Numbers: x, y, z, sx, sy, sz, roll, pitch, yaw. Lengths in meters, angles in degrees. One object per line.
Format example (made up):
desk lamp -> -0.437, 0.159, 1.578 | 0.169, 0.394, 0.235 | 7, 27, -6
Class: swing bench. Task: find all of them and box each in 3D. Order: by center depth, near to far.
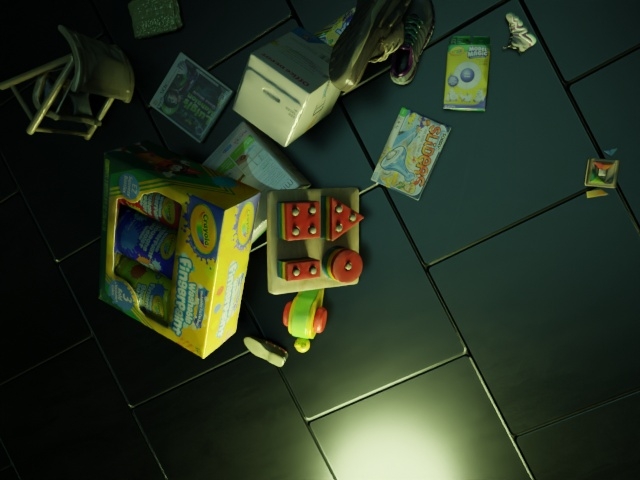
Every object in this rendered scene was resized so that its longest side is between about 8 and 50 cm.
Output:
swing bench -> -0.654, -0.414, 1.564 | 0.254, 0.253, 0.165 | -34, 88, 15

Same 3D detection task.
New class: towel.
towel -> -0.456, -0.622, 1.610 | 0.148, 0.027, 0.110 | -9, 95, 13

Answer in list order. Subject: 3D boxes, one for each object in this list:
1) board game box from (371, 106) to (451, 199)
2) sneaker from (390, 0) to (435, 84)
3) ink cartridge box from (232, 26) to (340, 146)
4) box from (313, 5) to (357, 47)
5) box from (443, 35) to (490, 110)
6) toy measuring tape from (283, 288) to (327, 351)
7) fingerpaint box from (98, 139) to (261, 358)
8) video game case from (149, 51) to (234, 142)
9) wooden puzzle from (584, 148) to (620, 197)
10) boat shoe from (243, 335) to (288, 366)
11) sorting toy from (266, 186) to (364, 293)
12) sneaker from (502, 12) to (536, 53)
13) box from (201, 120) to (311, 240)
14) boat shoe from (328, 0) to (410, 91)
board game box -> 0.231, -0.221, 1.489 | 0.136, 0.035, 0.201 | 24, 101, 10
sneaker -> 0.226, -0.497, 1.426 | 0.083, 0.098, 0.224 | 15, 100, 11
ink cartridge box -> -0.066, -0.376, 1.414 | 0.171, 0.233, 0.168 | 36, 134, 7
box -> 0.054, -0.531, 1.482 | 0.168, 0.059, 0.054 | -30, 92, 15
box -> 0.361, -0.413, 1.433 | 0.105, 0.043, 0.179 | 4, 96, 12
toy measuring tape -> -0.034, 0.143, 1.553 | 0.121, 0.121, 0.330 | 10, 98, 12
fingerpaint box -> -0.379, 0.023, 1.503 | 0.371, 0.163, 0.445 | 25, 121, 18
video game case -> -0.358, -0.395, 1.615 | 0.190, 0.022, 0.173 | 38, 103, 7
wooden puzzle -> 0.679, -0.162, 1.401 | 0.078, 0.014, 0.117 | 0, 96, 13
boat shoe -> -0.154, 0.305, 1.639 | 0.133, 0.042, 0.049 | 27, 127, 10
sorting toy -> 0.000, 0.000, 1.463 | 0.255, 0.089, 0.257 | -5, 99, -28
sneaker -> 0.463, -0.493, 1.401 | 0.069, 0.038, 0.098 | -41, 86, 13
box -> -0.200, -0.141, 1.553 | 0.262, 0.127, 0.231 | -44, 86, 14
boat shoe -> 0.136, -0.489, 1.360 | 0.130, 0.132, 0.356 | 31, 72, -24
